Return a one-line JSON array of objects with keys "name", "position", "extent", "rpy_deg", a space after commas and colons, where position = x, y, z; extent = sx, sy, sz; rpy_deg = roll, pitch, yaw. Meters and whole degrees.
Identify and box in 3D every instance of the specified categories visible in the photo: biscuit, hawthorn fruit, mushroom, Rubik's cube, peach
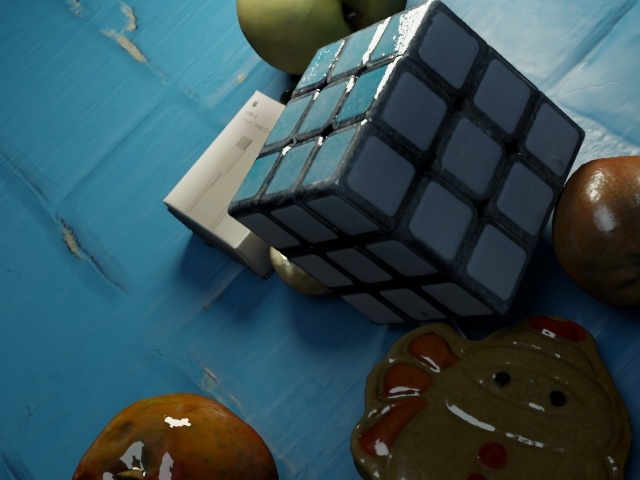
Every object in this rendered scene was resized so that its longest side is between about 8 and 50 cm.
[{"name": "biscuit", "position": [0.221, 0.233, 1.430], "extent": [0.359, 0.074, 0.381], "rpy_deg": [21, 56, 18]}, {"name": "hawthorn fruit", "position": [0.389, -0.032, 1.523], "extent": [0.199, 0.199, 0.251], "rpy_deg": [-33, 35, 7]}, {"name": "mushroom", "position": [0.000, 0.000, 1.754], "extent": [0.166, 0.127, 0.166], "rpy_deg": [-13, 58, 22]}, {"name": "Rubik's cube", "position": [0.114, -0.091, 1.565], "extent": [0.301, 0.303, 0.305], "rpy_deg": [-12, 47, 58]}, {"name": "hawthorn fruit", "position": [-0.203, 0.325, 1.544], "extent": [0.277, 0.298, 0.277], "rpy_deg": [-7, 68, 18]}, {"name": "peach", "position": [-0.003, -0.409, 1.945], "extent": [0.292, 0.247, 0.292], "rpy_deg": [-17, 48, 19]}]

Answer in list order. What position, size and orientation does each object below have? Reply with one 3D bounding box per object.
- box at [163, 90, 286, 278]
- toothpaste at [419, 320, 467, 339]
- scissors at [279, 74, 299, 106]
[{"name": "box", "position": [-0.097, -0.092, 1.891], "extent": [0.252, 0.106, 0.203], "rpy_deg": [-50, 47, -9]}, {"name": "toothpaste", "position": [0.190, 0.160, 1.593], "extent": [0.047, 0.040, 0.196], "rpy_deg": [-35, 48, 4]}, {"name": "scissors", "position": [0.032, -0.253, 1.977], "extent": [0.220, 0.017, 0.088], "rpy_deg": [7, 60, 33]}]
